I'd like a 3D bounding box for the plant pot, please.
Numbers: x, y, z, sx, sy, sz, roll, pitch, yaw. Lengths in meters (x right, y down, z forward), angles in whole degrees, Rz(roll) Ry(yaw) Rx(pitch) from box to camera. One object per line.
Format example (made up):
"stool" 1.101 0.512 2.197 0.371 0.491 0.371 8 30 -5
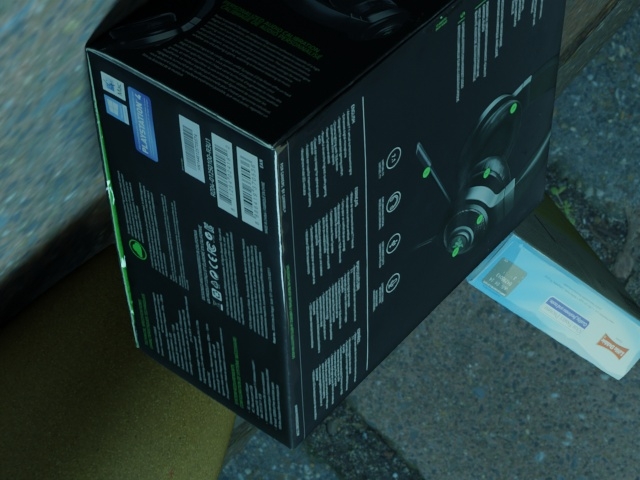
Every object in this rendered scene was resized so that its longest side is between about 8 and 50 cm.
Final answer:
"plant pot" -0.160 0.139 1.070 0.254 0.237 0.237 -56 175 -11

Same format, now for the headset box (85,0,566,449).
"headset box" 0.022 -0.069 0.932 0.283 0.131 0.246 -42 149 -30

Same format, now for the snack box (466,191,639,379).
"snack box" 0.157 -0.023 1.427 0.060 0.187 0.322 -49 -149 14
